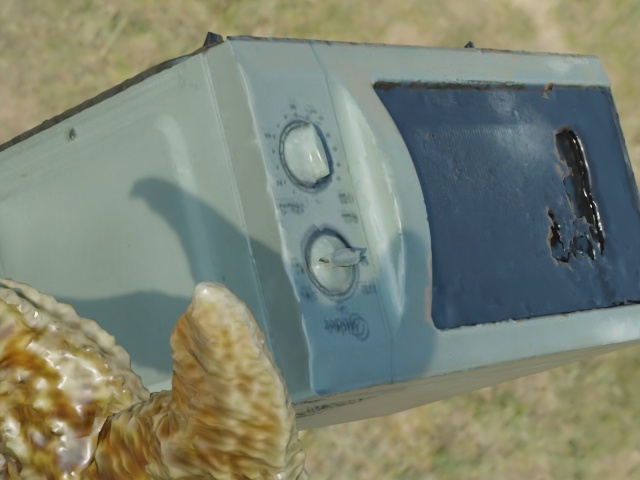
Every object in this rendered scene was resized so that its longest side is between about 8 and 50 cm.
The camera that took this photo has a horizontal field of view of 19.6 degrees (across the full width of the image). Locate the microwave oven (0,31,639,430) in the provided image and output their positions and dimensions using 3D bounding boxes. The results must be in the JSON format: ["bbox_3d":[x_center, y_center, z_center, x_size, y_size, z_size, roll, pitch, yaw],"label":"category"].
[{"bbox_3d":[0.000,0.000,0.947,0.295,0.237,0.181,-5,79,-49],"label":"microwave oven"}]

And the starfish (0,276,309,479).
[{"bbox_3d":[-0.058,0.072,0.458,0.277,0.236,0.062,31,54,21],"label":"starfish"}]
